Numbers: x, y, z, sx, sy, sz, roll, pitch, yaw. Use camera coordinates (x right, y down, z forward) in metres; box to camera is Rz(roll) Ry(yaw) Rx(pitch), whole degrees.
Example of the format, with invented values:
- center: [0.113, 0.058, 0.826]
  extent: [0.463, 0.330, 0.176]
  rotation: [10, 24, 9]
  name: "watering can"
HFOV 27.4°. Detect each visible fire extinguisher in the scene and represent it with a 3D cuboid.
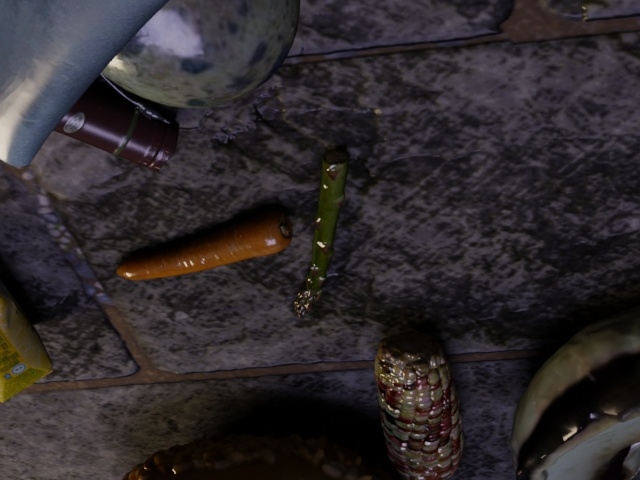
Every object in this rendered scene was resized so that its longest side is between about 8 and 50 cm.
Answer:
- center: [-0.181, -0.105, 0.995]
  extent: [0.157, 0.045, 0.078]
  rotation: [22, 113, -25]
  name: "fire extinguisher"

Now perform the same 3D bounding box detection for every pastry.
- center: [-0.056, 0.354, 1.473]
  extent: [0.409, 0.245, 0.409]
  rotation: [3, 152, 1]
  name: "pastry"

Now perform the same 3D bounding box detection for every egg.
- center: [-0.097, -0.162, 0.817]
  extent: [0.181, 0.141, 0.141]
  rotation: [37, 134, -24]
  name: "egg"

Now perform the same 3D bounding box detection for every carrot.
- center: [-0.107, 0.012, 1.164]
  extent: [0.190, 0.037, 0.037]
  rotation: [-17, 141, 28]
  name: "carrot"

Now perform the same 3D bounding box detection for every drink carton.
- center: [-0.320, 0.067, 1.216]
  extent: [0.074, 0.084, 0.200]
  rotation: [-30, 145, -9]
  name: "drink carton"

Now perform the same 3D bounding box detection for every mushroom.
- center: [0.315, 0.157, 1.284]
  extent: [0.247, 0.130, 0.344]
  rotation: [-4, 150, -19]
  name: "mushroom"

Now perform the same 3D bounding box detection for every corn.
- center: [0.101, 0.170, 1.344]
  extent: [0.086, 0.086, 0.253]
  rotation: [-3, 143, 8]
  name: "corn"

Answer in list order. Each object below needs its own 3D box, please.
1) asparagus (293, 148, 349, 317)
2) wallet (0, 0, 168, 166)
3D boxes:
- center: [0.000, 0.000, 1.152]
  extent: [0.025, 0.024, 0.248]
  rotation: [42, 151, 19]
  name: "asparagus"
- center: [-0.211, -0.201, 0.722]
  extent: [0.290, 0.054, 0.251]
  rotation: [48, 139, -7]
  name: "wallet"
